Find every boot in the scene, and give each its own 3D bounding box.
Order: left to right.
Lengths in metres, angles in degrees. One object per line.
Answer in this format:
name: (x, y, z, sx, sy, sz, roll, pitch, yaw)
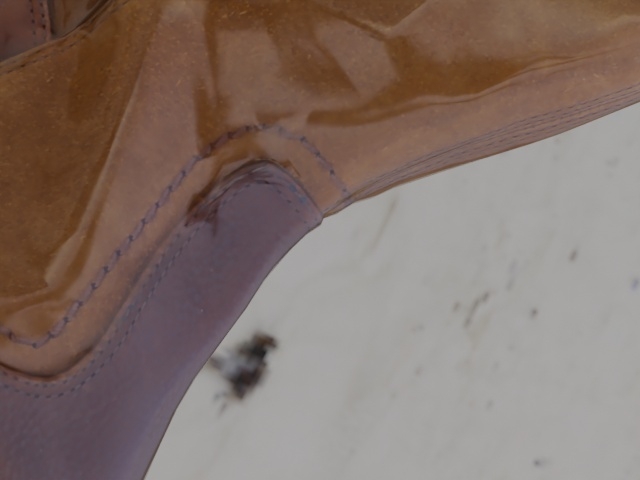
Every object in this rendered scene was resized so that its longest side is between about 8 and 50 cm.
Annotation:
boot: (0.000, 0.000, 0.423, 0.280, 0.264, 0.096, -25, 148, -10)
